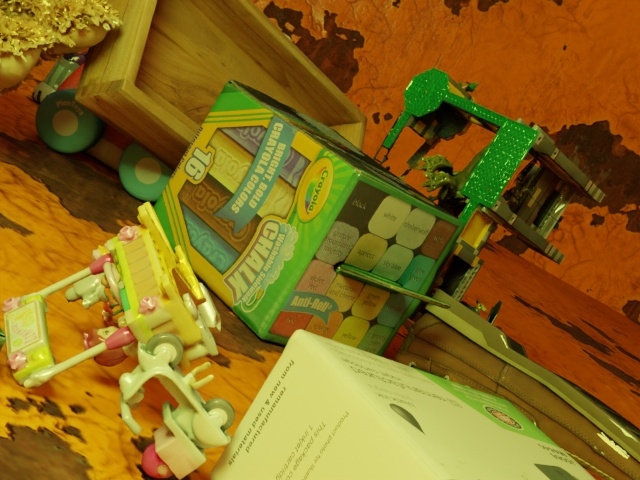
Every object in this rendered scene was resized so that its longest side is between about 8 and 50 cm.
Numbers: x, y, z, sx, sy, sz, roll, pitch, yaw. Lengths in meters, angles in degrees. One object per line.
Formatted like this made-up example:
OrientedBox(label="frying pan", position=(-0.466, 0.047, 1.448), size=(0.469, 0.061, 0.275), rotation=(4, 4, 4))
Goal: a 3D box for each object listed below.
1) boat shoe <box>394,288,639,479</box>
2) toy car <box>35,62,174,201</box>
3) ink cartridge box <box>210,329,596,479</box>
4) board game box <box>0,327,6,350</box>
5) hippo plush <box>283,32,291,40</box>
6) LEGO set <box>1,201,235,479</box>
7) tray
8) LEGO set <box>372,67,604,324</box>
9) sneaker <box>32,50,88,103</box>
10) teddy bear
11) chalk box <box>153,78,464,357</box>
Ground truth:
OrientedBox(label="boat shoe", position=(0.198, 0.168, 1.026), size=(0.307, 0.104, 0.111), rotation=(36, 2, 40))
OrientedBox(label="toy car", position=(-0.184, -0.189, 1.280), size=(0.210, 0.238, 0.219), rotation=(31, 10, 0))
OrientedBox(label="ink cartridge box", position=(0.094, 0.181, 0.576), size=(0.198, 0.114, 0.273), rotation=(23, 12, -39))
OrientedBox(label="board game box", position=(-0.306, -0.004, 0.586), size=(0.260, 0.030, 0.136), rotation=(24, 9, -35))
OrientedBox(label="hippo plush", position=(-0.051, -0.173, 1.621), size=(0.237, 0.234, 0.294), rotation=(22, 12, -40))
OrientedBox(label="LEGO set", position=(-0.132, 0.055, 0.711), size=(0.132, 0.107, 0.287), rotation=(64, -3, -13))
OrientedBox(label="tray", position=(-0.091, -0.147, 1.225), size=(0.076, 0.202, 0.411), rotation=(-5, -27, 34))
OrientedBox(label="LEGO set", position=(0.161, -0.014, 1.247), size=(0.255, 0.331, 0.192), rotation=(21, -8, 45))
OrientedBox(label="sneaker", position=(-0.293, -0.207, 1.468), size=(0.083, 0.098, 0.224), rotation=(33, 10, 13))
OrientedBox(label="teddy bear", position=(-0.355, -0.235, 1.049), size=(0.245, 0.113, 0.338), rotation=(-27, 42, -28))
OrientedBox(label="chalk box", position=(0.000, 0.000, 1.058), size=(0.180, 0.179, 0.289), rotation=(22, 14, -46))
